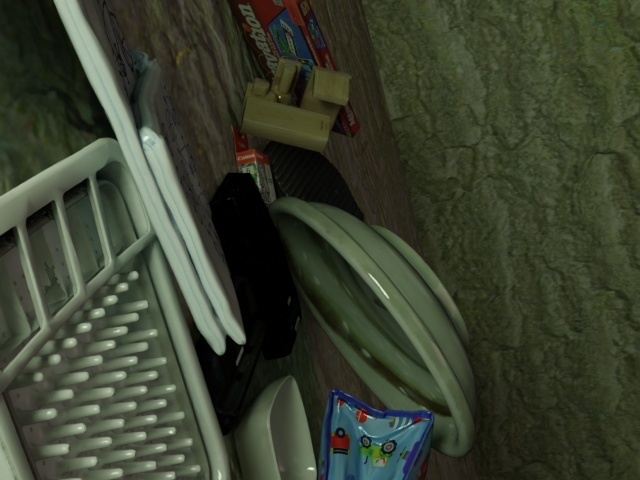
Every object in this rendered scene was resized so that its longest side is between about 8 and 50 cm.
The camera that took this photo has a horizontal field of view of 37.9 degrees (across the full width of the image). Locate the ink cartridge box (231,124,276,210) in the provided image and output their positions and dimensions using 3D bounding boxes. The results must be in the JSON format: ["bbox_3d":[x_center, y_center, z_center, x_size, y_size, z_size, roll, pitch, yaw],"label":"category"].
[{"bbox_3d":[-0.087,-0.096,1.238,0.063,0.029,0.115,11,69,-76],"label":"ink cartridge box"}]

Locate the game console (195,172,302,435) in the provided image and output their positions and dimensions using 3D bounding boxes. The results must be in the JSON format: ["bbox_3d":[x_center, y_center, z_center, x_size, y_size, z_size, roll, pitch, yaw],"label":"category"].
[{"bbox_3d":[-0.091,0.070,1.053,0.361,0.044,0.213,-74,148,-65],"label":"game console"}]

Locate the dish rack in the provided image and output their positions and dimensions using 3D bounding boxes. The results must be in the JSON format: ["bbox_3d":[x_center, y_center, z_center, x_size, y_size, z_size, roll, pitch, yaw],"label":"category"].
[{"bbox_3d":[-0.161,0.115,0.643,0.285,0.072,0.333,-67,143,-70],"label":"dish rack"}]

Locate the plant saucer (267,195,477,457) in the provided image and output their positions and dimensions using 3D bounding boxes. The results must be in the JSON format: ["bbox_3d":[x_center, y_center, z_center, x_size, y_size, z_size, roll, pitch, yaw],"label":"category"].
[{"bbox_3d":[0.086,0.091,1.197,0.400,0.100,0.400,49,-14,17],"label":"plant saucer"}]

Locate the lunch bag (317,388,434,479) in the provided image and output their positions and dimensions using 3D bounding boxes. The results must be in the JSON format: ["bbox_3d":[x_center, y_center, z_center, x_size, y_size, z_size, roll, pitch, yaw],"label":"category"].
[{"bbox_3d":[0.041,0.366,1.140,0.221,0.138,0.293,84,20,-61],"label":"lunch bag"}]

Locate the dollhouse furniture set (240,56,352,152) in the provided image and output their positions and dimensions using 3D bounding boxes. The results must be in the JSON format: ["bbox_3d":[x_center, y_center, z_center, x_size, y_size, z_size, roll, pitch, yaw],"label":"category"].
[{"bbox_3d":[-0.044,-0.156,1.301,0.123,0.144,0.151,113,-14,-46],"label":"dollhouse furniture set"}]

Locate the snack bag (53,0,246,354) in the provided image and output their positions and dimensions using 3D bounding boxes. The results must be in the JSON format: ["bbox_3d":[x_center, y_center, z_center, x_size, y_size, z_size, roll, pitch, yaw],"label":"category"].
[{"bbox_3d":[-0.148,-0.116,0.766,0.323,0.037,0.342,-117,-174,-68],"label":"snack bag"}]

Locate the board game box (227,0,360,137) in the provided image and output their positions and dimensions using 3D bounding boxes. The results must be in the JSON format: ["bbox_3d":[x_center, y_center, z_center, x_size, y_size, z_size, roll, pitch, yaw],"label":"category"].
[{"bbox_3d":[-0.041,-0.269,1.370,0.027,0.145,0.281,-53,144,-19],"label":"board game box"}]

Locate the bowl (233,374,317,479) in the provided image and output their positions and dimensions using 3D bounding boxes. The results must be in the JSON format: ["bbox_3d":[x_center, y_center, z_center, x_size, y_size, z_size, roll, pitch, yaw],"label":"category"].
[{"bbox_3d":[-0.052,0.233,1.038,0.142,0.053,0.142,-51,130,-74],"label":"bowl"}]

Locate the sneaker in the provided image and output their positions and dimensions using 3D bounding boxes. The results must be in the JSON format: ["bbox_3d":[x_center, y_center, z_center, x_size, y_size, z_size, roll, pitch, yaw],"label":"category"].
[{"bbox_3d":[0.000,0.000,1.388,0.330,0.146,0.122,52,46,-13],"label":"sneaker"}]
